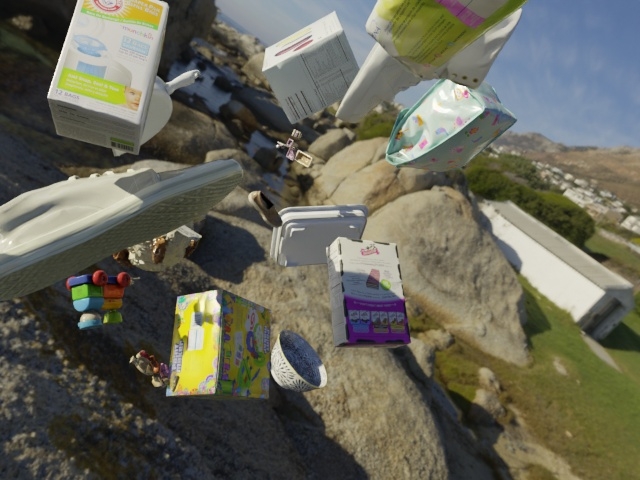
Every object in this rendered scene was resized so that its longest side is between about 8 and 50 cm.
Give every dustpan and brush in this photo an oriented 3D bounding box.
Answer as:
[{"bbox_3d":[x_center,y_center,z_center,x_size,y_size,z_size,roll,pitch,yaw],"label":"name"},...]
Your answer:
[{"bbox_3d":[-0.295,-0.253,0.784,0.211,0.147,0.060,-32,72,-26],"label":"dustpan and brush"}]

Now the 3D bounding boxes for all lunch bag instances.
[{"bbox_3d":[0.309,-0.271,1.084,0.223,0.262,0.160,-6,64,-47],"label":"lunch bag"}]

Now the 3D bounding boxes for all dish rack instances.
[{"bbox_3d":[0.000,0.000,1.537,0.332,0.286,0.072,-3,50,-16],"label":"dish rack"}]

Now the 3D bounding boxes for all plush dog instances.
[{"bbox_3d":[-0.415,0.004,1.128,0.262,0.225,0.211,-5,64,-22],"label":"plush dog"}]

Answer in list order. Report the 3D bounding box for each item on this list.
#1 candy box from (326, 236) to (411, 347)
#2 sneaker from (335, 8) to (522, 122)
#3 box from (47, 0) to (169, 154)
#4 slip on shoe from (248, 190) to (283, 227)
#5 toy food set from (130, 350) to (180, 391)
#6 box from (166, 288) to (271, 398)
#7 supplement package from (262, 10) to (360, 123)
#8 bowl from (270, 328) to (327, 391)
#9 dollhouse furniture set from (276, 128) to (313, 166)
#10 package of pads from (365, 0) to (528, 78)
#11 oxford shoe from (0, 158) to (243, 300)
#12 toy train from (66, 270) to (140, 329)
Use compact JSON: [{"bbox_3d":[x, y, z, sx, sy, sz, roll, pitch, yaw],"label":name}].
[{"bbox_3d":[0.103,0.118,0.976,0.159,0.071,0.234,7,66,-24],"label":"candy box"},{"bbox_3d":[0.158,-0.257,0.667,0.169,0.292,0.108,32,45,-13],"label":"sneaker"},{"bbox_3d":[-0.296,-0.246,0.626,0.114,0.203,0.103,13,-19,-22],"label":"box"},{"bbox_3d":[-0.146,-0.089,1.242,0.135,0.041,0.051,51,39,-28],"label":"slip on shoe"},{"bbox_3d":[-0.375,0.293,0.988,0.122,0.019,0.078,47,8,-16],"label":"toy food set"},{"bbox_3d":[-0.296,0.334,1.349,0.279,0.176,0.290,40,44,-56],"label":"box"},{"bbox_3d":[-0.017,-0.428,1.077,0.149,0.203,0.194,58,15,-35],"label":"supplement package"},{"bbox_3d":[-0.069,0.311,1.077,0.170,0.080,0.170,46,13,-13],"label":"bowl"},{"bbox_3d":[-0.073,-0.282,1.331,0.114,0.091,0.081,35,16,32],"label":"dollhouse furniture set"},{"bbox_3d":[0.166,-0.282,0.375,0.101,0.229,0.296,39,-2,-8],"label":"package of pads"},{"bbox_3d":[-0.334,-0.058,0.714,0.449,0.169,0.130,-27,78,-26],"label":"oxford shoe"},{"bbox_3d":[-0.574,0.167,1.216,0.248,0.105,0.144,25,55,-72],"label":"toy train"}]
